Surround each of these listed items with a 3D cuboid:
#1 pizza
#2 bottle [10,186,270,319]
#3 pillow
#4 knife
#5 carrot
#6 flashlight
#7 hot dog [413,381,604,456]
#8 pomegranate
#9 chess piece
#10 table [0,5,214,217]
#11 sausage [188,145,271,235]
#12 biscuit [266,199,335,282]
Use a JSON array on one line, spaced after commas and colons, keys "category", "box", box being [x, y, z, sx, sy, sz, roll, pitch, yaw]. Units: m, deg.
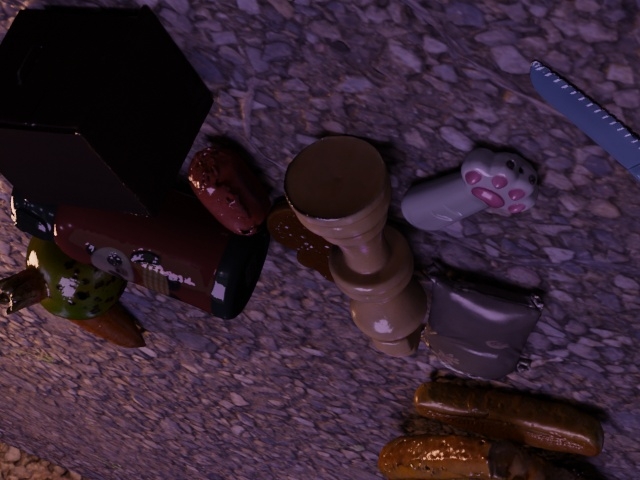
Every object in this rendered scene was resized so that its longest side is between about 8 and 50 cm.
[{"category": "pizza", "box": [0.300, 0.393, 2.221, 0.406, 0.130, 0.440, 20, 167, -12]}, {"category": "bottle", "box": [-0.242, -0.016, 1.886, 0.336, 0.144, 0.144, 20, 155, 12]}, {"category": "pillow", "box": [0.199, 0.118, 1.879, 0.169, 0.059, 0.255, 21, 156, 10]}, {"category": "knife", "box": [0.311, -0.082, 1.429, 0.313, 0.019, 0.044, 35, 145, -24]}, {"category": "carrot", "box": [-0.351, 0.131, 2.372, 0.072, 0.072, 0.205, 4, 156, 35]}, {"category": "flashlight", "box": [0.157, -0.049, 1.586, 0.093, 0.047, 0.200, 33, 153, -22]}, {"category": "hot dog", "box": [0.271, 0.252, 2.080, 0.286, 0.061, 0.088, 12, 153, 21]}, {"category": "pomegranate", "box": [-0.364, 0.044, 2.050, 0.159, 0.205, 0.159, 31, 134, 37]}, {"category": "chess piece", "box": [0.060, 0.030, 1.744, 0.117, 0.117, 0.397, 12, 153, 22]}, {"category": "table", "box": [-0.264, -0.147, 1.599, 0.193, 0.169, 0.172, 8, 151, 32]}, {"category": "sausage", "box": [-0.110, -0.060, 1.758, 0.076, 0.076, 0.141, 6, 154, 33]}, {"category": "biscuit", "box": [0.000, 0.000, 1.843, 0.124, 0.026, 0.175, 4, 149, 33]}]
